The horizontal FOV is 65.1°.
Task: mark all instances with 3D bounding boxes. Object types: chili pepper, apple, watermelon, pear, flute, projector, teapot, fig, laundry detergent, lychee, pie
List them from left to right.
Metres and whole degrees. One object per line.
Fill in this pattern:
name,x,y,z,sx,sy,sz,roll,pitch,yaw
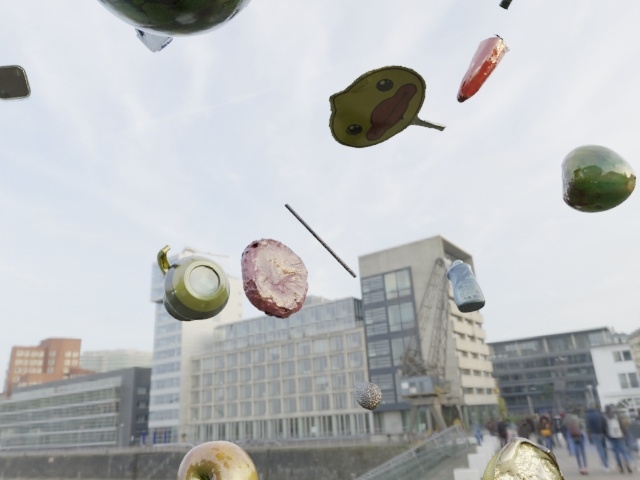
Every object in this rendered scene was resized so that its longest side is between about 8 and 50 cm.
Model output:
projector,-0.798,-0.403,1.290,0.083,0.084,0.082,-16,17,-28
watermelon,-0.279,-0.547,0.899,0.362,0.364,0.363,-3,-20,-1
teapot,-0.257,0.084,0.976,0.130,0.166,0.119,-45,4,-41
apple,-0.216,0.527,1.070,0.182,0.183,0.155,-9,-32,16
pie,-0.077,0.063,0.869,0.153,0.154,0.038,15,-42,-41
flute,0.000,0.000,1.307,0.014,0.269,0.014,-42,-8,-8
lychee,0.126,0.407,1.318,0.068,0.083,0.067,-9,-53,-2
laundry detergent,0.488,0.145,1.705,0.096,0.207,0.061,-16,-45,11
chili pepper,0.358,-0.383,1.154,0.064,0.169,0.088,35,-14,-4
pear,0.537,0.702,1.411,0.266,0.267,0.178,7,-27,-27
fig,0.717,-0.159,1.303,0.180,0.181,0.191,10,10,-33

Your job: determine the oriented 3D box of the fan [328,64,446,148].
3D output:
fan,0.160,-0.281,1.112,0.334,0.011,0.230,4,-38,-33

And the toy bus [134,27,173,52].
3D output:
toy bus,-0.479,-0.620,1.477,0.094,0.079,0.236,55,-20,-23

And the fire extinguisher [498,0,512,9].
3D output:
fire extinguisher,0.445,-0.580,1.157,0.025,0.038,0.083,19,-51,-10
